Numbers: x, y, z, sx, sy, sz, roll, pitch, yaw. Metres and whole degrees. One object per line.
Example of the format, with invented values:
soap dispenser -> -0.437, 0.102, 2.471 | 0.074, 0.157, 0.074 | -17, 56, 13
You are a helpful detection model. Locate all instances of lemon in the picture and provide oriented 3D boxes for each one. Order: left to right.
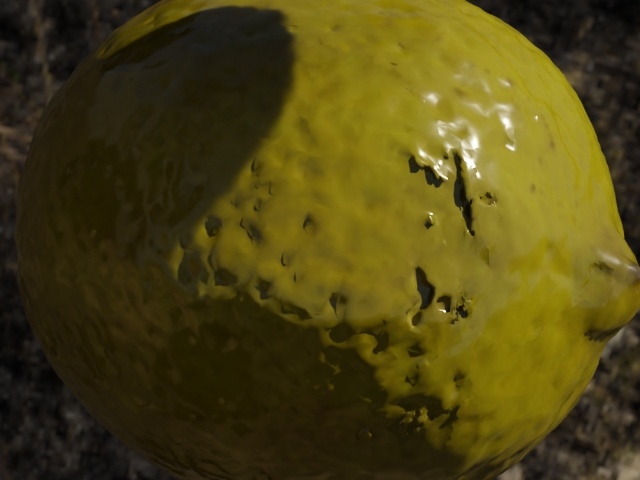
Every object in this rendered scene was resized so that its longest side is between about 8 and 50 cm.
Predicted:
lemon -> -0.001, 0.000, 0.702 | 0.267, 0.267, 0.267 | 11, 28, -6
